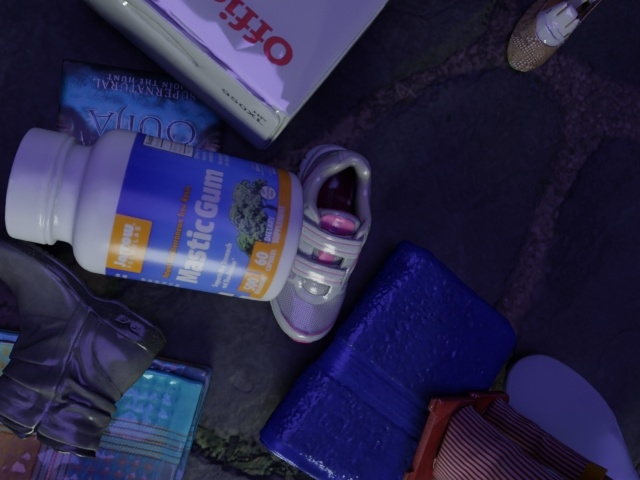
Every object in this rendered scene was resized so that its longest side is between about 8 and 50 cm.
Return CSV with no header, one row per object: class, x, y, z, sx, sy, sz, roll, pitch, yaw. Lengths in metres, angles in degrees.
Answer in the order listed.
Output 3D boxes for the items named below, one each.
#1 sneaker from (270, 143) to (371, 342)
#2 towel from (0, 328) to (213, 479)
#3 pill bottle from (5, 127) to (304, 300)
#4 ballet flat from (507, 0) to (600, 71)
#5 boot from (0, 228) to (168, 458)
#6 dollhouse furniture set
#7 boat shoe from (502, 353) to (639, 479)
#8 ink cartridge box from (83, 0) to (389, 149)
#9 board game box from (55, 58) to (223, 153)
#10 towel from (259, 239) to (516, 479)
sneaker,0.000,0.000,0.626,0.102,0.111,0.252,9,88,-12
towel,-0.334,0.241,0.584,0.370,0.040,0.272,15,86,-14
pill bottle,-0.167,-0.030,0.556,0.271,0.152,0.152,12,87,-19
ballet flat,0.338,-0.322,0.724,0.073,0.067,0.206,40,82,-10
boot,-0.299,0.104,0.542,0.246,0.083,0.161,34,66,-1
dollhouse furniture set,0.192,0.388,0.599,0.152,0.201,0.374,6,103,-38
boat shoe,0.363,0.330,0.699,0.135,0.156,0.367,-30,67,-6
ink cartridge box,-0.039,-0.338,0.537,0.285,0.166,0.395,40,79,-10
board game box,-0.211,-0.137,0.624,0.186,0.026,0.126,4,88,-12
towel,0.094,0.179,0.672,0.227,0.076,0.308,40,81,-17
